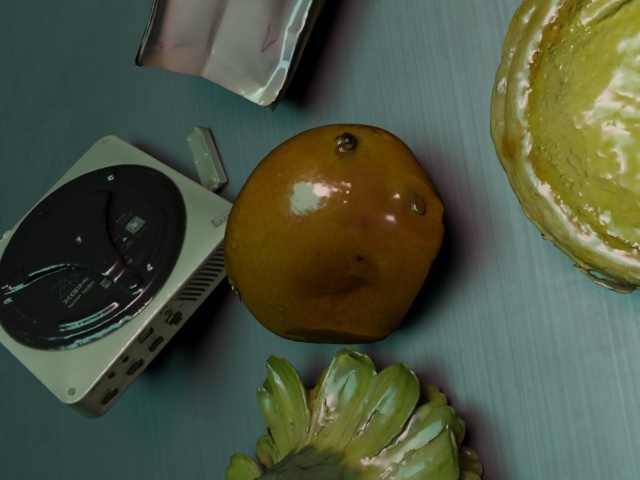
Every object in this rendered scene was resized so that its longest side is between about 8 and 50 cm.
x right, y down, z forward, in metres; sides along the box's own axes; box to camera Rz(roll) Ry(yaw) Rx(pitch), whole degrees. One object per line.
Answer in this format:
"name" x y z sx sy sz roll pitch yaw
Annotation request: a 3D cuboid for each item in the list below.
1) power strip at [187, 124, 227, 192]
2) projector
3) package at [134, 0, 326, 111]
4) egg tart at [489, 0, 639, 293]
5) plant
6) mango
"power strip" -0.126 -0.091 0.913 0.027 0.017 0.083 -31 70 34
"projector" -0.240 0.021 0.889 0.259 0.079 0.257 29 72 35
"package" -0.040 -0.291 0.785 0.164 0.221 0.311 20 103 -3
"egg tart" 0.251 -0.094 0.556 0.278 0.095 0.279 3 95 36
"plant" 0.011 0.243 0.688 0.261 0.297 0.306 14 82 9
"mango" 0.000 0.000 0.726 0.136 0.166 0.236 -78 7 -49
